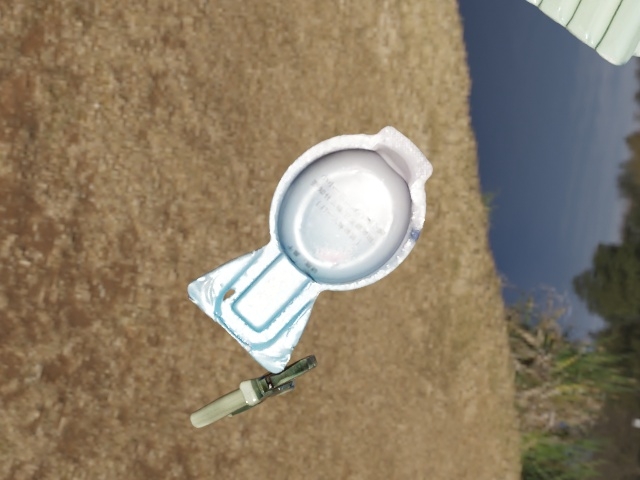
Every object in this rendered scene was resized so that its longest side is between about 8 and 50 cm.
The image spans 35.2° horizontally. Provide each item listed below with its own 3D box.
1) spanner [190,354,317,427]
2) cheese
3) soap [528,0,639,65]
[{"bbox_3d":[-0.093,0.225,1.513,0.095,0.325,0.040,-17,79,-37],"label":"spanner"},{"bbox_3d":[0.000,0.000,0.922,0.245,0.135,0.052,-46,-177,4],"label":"cheese"},{"bbox_3d":[0.307,-0.321,0.960,0.087,0.160,0.265,-14,138,-36],"label":"soap"}]
